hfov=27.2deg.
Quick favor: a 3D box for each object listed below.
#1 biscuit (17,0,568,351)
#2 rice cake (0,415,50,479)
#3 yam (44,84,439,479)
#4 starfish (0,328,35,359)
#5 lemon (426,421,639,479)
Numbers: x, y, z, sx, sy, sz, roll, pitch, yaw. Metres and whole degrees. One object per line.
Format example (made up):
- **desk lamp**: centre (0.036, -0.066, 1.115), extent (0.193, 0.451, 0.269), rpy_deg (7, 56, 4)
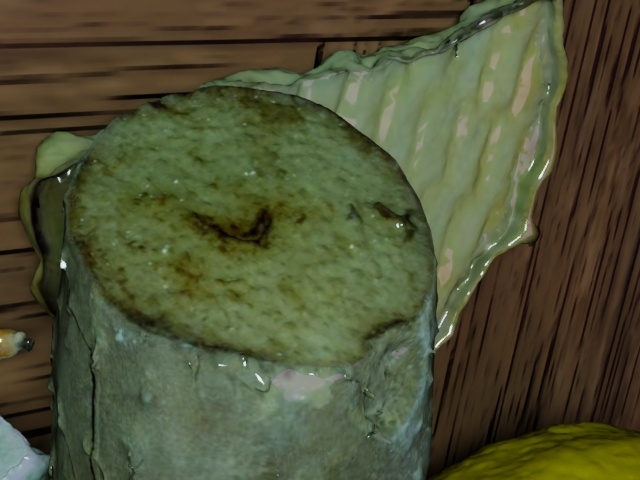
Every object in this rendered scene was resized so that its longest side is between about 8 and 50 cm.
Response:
- **biscuit**: centre (0.000, 0.000, 0.582), extent (0.273, 0.036, 0.187), rpy_deg (-20, 124, -30)
- **rice cake**: centre (-0.180, 0.128, 0.447), extent (0.207, 0.033, 0.033), rpy_deg (-36, 151, -28)
- **yam**: centre (-0.030, 0.089, 0.480), extent (0.154, 0.154, 0.254), rpy_deg (-15, 129, -33)
- **starfish**: centre (-0.198, 0.074, 0.455), extent (0.247, 0.050, 0.138), rpy_deg (12, 107, -54)
- **lemon**: centre (0.117, 0.218, 0.650), extent (0.320, 0.245, 0.245), rpy_deg (-32, 129, -20)
